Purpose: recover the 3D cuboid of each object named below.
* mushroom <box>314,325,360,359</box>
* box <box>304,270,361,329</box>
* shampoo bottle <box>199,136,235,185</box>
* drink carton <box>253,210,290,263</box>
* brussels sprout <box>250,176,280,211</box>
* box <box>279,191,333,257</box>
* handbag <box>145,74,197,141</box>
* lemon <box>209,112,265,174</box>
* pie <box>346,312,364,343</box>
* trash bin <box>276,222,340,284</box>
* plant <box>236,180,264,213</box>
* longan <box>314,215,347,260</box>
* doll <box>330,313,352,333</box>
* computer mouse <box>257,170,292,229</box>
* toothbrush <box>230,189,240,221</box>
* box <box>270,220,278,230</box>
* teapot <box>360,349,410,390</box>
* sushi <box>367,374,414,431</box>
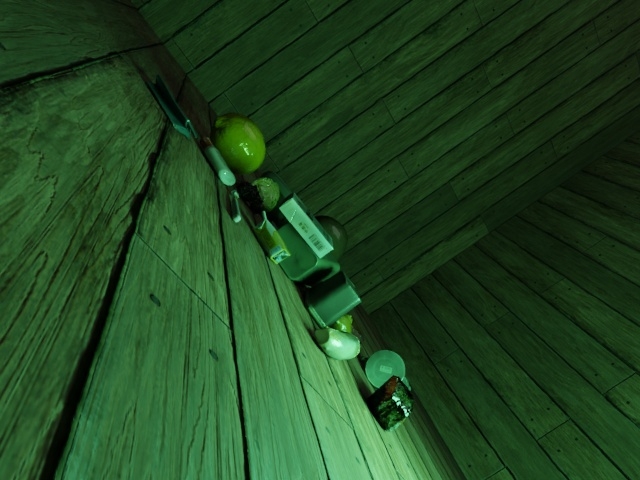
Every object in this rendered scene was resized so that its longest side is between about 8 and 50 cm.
[{"bbox_3d":[0.066,0.343,1.534,0.123,0.095,0.351,35,-5,20],"label":"mushroom"},{"bbox_3d":[0.047,0.217,1.748,0.138,0.178,0.274,55,3,-8],"label":"box"},{"bbox_3d":[-0.400,-0.310,1.774,0.220,0.051,0.108,56,4,24],"label":"shampoo bottle"},{"bbox_3d":[-0.187,-0.017,1.648,0.200,0.075,0.084,55,2,28],"label":"drink carton"},{"bbox_3d":[-0.267,-0.208,2.129,0.149,0.151,0.122,32,-31,-9],"label":"brussels sprout"},{"bbox_3d":[-0.052,-0.061,1.729,0.242,0.067,0.155,51,7,-11],"label":"box"},{"bbox_3d":[-0.519,-0.466,1.641,0.221,0.057,0.144,55,-1,12],"label":"handbag"},{"bbox_3d":[-0.355,-0.415,1.998,0.235,0.236,0.263,56,-16,26],"label":"lemon"},{"bbox_3d":[0.144,0.416,2.281,0.204,0.054,0.218,52,4,-41],"label":"pie"},{"bbox_3d":[-0.072,0.065,1.862,0.222,0.158,0.343,54,8,13],"label":"trash bin"},{"bbox_3d":[-0.287,-0.179,1.938,0.085,0.087,0.174,21,-29,47],"label":"plant"},{"bbox_3d":[0.001,0.002,2.466,0.297,0.297,0.297,55,3,-4],"label":"longan"},{"bbox_3d":[0.079,0.326,1.904,0.137,0.097,0.209,48,-1,-17],"label":"doll"},{"bbox_3d":[-0.207,-0.188,2.228,0.095,0.197,0.330,3,45,-48],"label":"computer mouse"},{"bbox_3d":[-0.297,-0.125,1.609,0.030,0.025,0.342,56,1,-22],"label":"toothbrush"},{"bbox_3d":[-0.204,-0.040,2.017,0.050,0.036,0.117,52,4,-27],"label":"box"},{"bbox_3d":[0.271,0.557,1.950,0.240,0.162,0.149,23,-22,26],"label":"teapot"},{"bbox_3d":[0.240,0.544,1.560,0.126,0.136,0.225,47,5,16],"label":"sushi"}]
